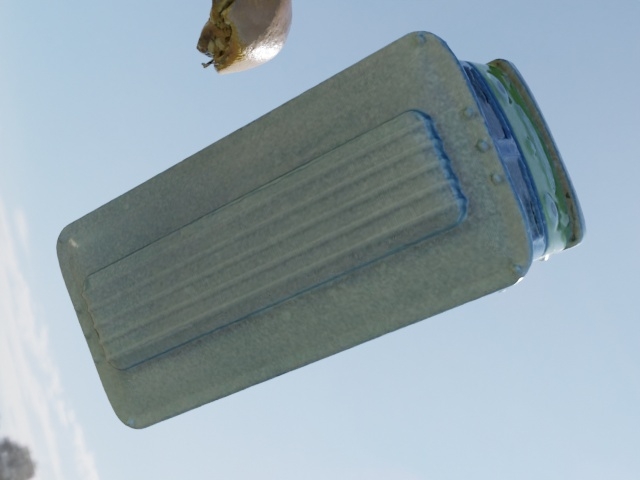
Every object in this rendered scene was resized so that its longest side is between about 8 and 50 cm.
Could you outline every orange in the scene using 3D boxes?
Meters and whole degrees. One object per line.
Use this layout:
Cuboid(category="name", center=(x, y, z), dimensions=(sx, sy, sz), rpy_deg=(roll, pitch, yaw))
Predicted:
Cuboid(category="orange", center=(-0.089, -0.276, 1.099), dimensions=(0.170, 0.112, 0.160), rpy_deg=(-122, -131, -69))

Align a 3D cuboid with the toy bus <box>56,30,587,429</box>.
Cuboid(category="toy bus", center=(0.000, 0.000, 0.609), dimensions=(0.312, 0.190, 0.152), rpy_deg=(-25, -97, 27))
